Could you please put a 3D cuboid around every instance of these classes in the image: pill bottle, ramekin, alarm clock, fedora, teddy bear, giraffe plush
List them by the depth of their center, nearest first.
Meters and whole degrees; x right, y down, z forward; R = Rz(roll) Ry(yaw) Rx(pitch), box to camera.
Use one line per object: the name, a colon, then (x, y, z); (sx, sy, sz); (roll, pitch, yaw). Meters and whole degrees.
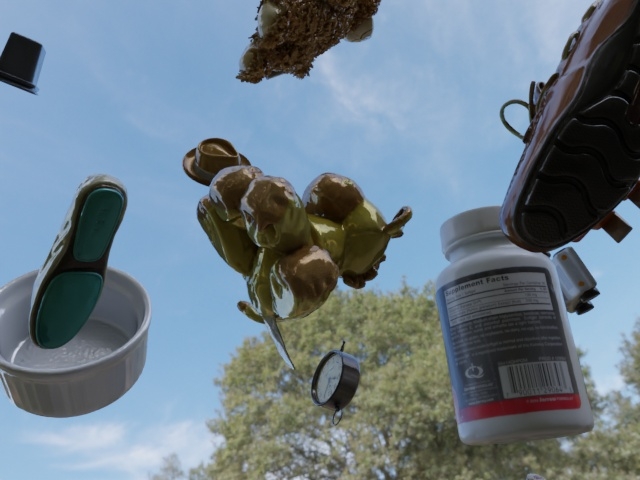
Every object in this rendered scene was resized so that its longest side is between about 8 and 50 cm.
giraffe plush: (0.000, 0.000, 0.620); (0.171, 0.181, 0.210); (-31, -60, -26)
pill bottle: (0.260, 0.118, 0.865); (0.177, 0.318, 0.176); (-4, -23, -2)
teddy bear: (-0.006, -0.365, 1.049); (0.245, 0.113, 0.338); (-51, -9, 33)
ramekin: (-0.435, 0.174, 1.061); (0.277, 0.277, 0.135); (-5, -54, -18)
alarm clock: (0.036, 0.325, 1.337); (0.064, 0.192, 0.129); (28, -58, -19)
fedora: (-0.280, -0.224, 1.663); (0.195, 0.194, 0.079); (-5, -42, -18)

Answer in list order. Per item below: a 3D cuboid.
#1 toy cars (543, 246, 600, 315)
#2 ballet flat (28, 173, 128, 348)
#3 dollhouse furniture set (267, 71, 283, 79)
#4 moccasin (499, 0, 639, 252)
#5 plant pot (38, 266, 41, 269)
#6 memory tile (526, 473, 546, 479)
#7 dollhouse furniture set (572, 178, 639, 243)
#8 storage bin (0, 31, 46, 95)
toy cars: (0.437, 0.057, 1.218); (0.087, 0.393, 0.176); (-28, -74, 6)
ballet flat: (-0.321, 0.022, 0.797); (0.086, 0.086, 0.248); (19, -76, -40)
dollhouse furniture set: (-0.068, -0.420, 1.352); (0.152, 0.076, 0.058); (-19, -12, -3)
moccasin: (0.313, -0.157, 0.732); (0.139, 0.379, 0.147); (26, -11, -16)
plant pot: (-0.669, 0.161, 1.498); (0.167, 0.167, 0.165); (22, -73, -42)
memory tile: (0.433, 0.458, 1.077); (0.113, 0.148, 0.012); (3, -80, -61)
dollhouse furniture set: (0.505, -0.094, 1.050); (0.262, 0.135, 0.259); (4, -49, -35)
storage bin: (-0.566, -0.334, 1.139); (0.098, 0.135, 0.091); (20, -89, -23)
